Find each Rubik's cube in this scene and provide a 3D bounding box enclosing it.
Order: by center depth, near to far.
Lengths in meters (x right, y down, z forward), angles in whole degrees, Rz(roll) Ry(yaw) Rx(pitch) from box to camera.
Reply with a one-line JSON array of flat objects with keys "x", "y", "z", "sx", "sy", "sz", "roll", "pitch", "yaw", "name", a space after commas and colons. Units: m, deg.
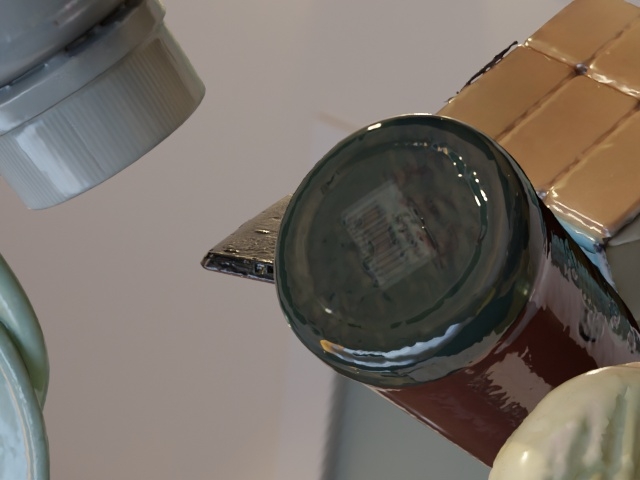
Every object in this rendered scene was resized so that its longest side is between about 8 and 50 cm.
[{"x": 0.245, "y": -0.033, "z": 1.392, "sx": 0.221, "sy": 0.224, "sz": 0.231, "roll": -40, "pitch": -46, "yaw": -17, "name": "Rubik's cube"}]

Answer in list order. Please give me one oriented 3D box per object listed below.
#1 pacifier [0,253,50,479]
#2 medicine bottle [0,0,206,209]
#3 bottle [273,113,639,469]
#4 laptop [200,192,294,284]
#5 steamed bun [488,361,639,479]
[{"x": -0.336, "y": 0.098, "z": 1.108, "sx": 0.269, "sy": 0.343, "sz": 0.288, "roll": -32, "pitch": -29, "yaw": -58, "name": "pacifier"}, {"x": -0.266, "y": -0.205, "z": 1.514, "sx": 0.245, "sy": 0.245, "sz": 0.306, "roll": -47, "pitch": -68, "yaw": -36, "name": "medicine bottle"}, {"x": 0.105, "y": 0.056, "z": 0.988, "sx": 0.144, "sy": 0.144, "sz": 0.336, "roll": -62, "pitch": -32, "yaw": -8, "name": "bottle"}, {"x": 0.000, "y": 0.000, "z": 1.505, "sx": 0.207, "sy": 0.153, "sz": 0.026, "roll": -36, "pitch": -45, "yaw": -64, "name": "laptop"}, {"x": 0.168, "y": 0.190, "z": 0.756, "sx": 0.280, "sy": 0.268, "sz": 0.207, "roll": -16, "pitch": -20, "yaw": -30, "name": "steamed bun"}]
